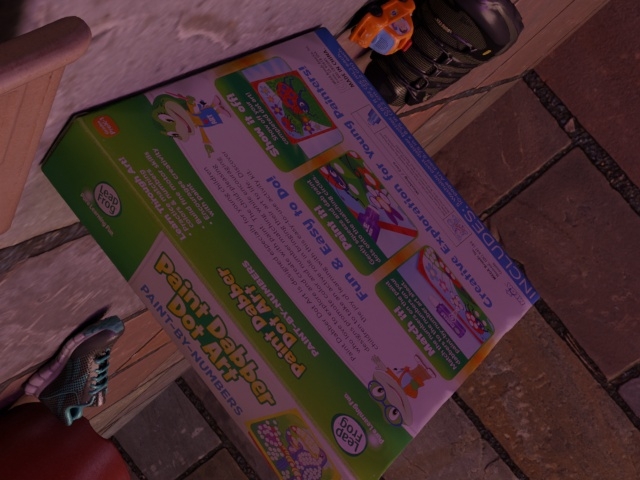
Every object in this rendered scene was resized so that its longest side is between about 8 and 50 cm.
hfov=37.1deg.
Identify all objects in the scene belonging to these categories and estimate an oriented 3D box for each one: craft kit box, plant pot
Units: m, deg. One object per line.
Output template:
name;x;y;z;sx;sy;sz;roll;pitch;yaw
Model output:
craft kit box;0.000;0.000;0.592;0.061;0.250;0.247;-41;175;38
plant pot;-0.358;0.331;1.053;0.272;0.272;0.265;-42;-178;30

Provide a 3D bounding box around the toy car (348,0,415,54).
toy car;0.032;-0.144;0.759;0.122;0.040;0.060;-43;174;39

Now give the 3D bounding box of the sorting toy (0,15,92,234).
sorting toy;-0.195;-0.005;0.371;0.193;0.038;0.208;-36;179;-36

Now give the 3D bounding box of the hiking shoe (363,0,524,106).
hiking shoe;0.097;-0.161;0.824;0.114;0.086;0.227;-42;177;-7

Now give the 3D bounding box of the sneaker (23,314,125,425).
sneaker;-0.257;0.146;1.058;0.166;0.076;0.065;-42;175;34
